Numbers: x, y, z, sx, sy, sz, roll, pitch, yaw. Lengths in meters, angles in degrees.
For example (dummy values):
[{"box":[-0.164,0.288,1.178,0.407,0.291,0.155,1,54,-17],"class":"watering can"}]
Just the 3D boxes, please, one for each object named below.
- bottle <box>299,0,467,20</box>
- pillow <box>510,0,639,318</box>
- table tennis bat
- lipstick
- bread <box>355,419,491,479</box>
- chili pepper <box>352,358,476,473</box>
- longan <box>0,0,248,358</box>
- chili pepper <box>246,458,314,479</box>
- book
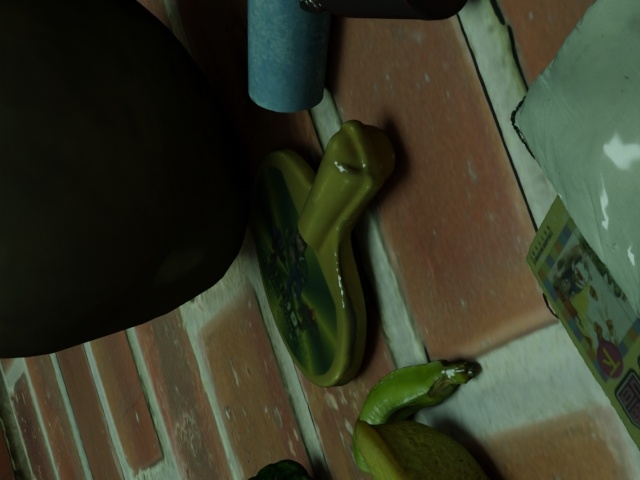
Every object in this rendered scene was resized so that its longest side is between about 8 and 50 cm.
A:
[{"box":[0.034,-0.169,0.916,0.164,0.060,0.060,20,122,64],"class":"bottle"},{"box":[0.176,-0.022,0.672,0.128,0.051,0.229,-52,53,37],"class":"pillow"},{"box":[0.000,0.000,1.124,0.321,0.050,0.198,116,136,-63],"class":"table tennis bat"},{"box":[-0.019,-0.221,1.002,0.068,0.061,0.274,-127,31,-45],"class":"lipstick"},{"box":[0.094,0.209,1.014,0.187,0.065,0.149,47,155,43],"class":"bread"},{"box":[0.059,0.122,1.058,0.208,0.043,0.049,116,147,-56],"class":"chili pepper"},{"box":[-0.255,-0.068,1.217,0.336,0.404,0.404,-62,35,9],"class":"longan"},{"box":[-0.033,0.306,1.332,0.253,0.083,0.099,93,153,-46],"class":"chili pepper"},{"box":[0.183,0.033,0.756,0.192,0.013,0.168,62,153,28],"class":"book"}]
